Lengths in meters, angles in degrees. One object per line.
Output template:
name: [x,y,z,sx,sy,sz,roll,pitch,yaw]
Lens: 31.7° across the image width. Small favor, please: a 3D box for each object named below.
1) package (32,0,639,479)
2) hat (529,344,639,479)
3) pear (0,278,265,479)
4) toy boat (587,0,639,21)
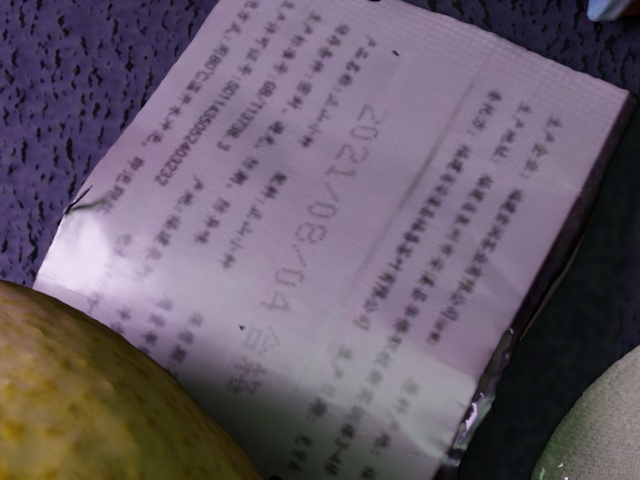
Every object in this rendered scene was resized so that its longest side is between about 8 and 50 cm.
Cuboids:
package: [0.000,0.000,0.497,0.204,0.062,0.251,26,80,10]
hat: [0.198,0.141,0.407,0.257,0.130,0.257,-1,80,7]
pear: [-0.138,0.135,0.392,0.271,0.271,0.271,-1,80,8]
toy boat: [0.130,-0.269,0.480,0.133,0.145,0.332,5,84,2]
